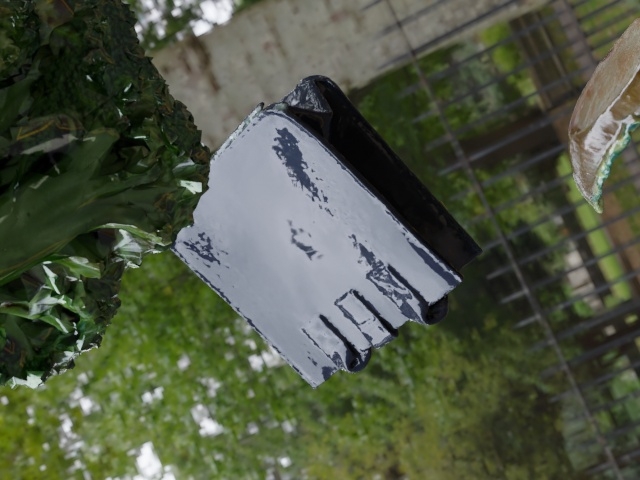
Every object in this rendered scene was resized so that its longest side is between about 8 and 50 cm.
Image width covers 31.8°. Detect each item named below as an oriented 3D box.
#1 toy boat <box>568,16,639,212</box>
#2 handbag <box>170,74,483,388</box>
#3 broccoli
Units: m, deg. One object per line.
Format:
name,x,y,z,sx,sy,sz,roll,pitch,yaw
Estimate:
toy boat,0.351,-0.147,1.318,0.108,0.099,0.293,-96,21,-47
handbag,0.000,0.000,1.379,0.329,0.303,0.122,46,-139,-2
broccoli,-0.221,-0.029,0.566,0.308,0.308,0.275,55,-153,-37
